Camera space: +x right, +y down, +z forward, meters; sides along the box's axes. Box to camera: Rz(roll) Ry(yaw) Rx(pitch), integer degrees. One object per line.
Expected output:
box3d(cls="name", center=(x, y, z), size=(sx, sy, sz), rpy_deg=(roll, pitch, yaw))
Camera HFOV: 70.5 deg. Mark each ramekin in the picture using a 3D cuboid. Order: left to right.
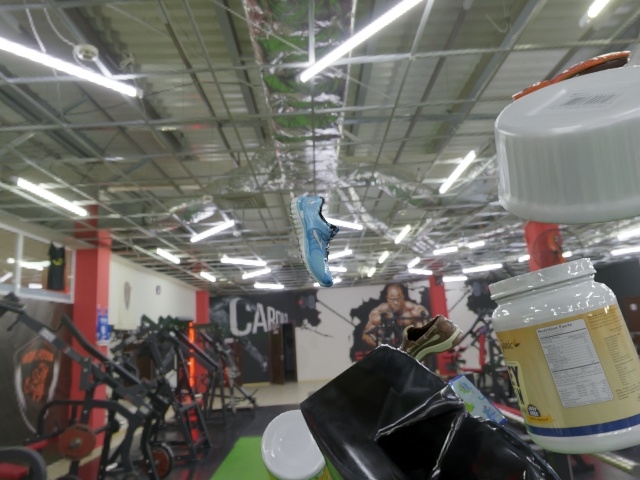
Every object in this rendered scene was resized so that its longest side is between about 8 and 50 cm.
box3d(cls="ramekin", center=(0.393, -0.148, 0.661), size=(0.276, 0.135, 0.277), rpy_deg=(-19, 23, 9))

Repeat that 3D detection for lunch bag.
box3d(cls="lunch bag", center=(0.282, 0.370, 0.930), size=(0.151, 0.129, 0.096), rpy_deg=(-42, -37, -4))

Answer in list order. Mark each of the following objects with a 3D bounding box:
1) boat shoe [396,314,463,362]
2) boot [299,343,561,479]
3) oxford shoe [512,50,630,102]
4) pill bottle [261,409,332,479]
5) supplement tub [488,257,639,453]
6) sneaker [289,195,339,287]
box3d(cls="boat shoe", center=(0.264, 0.272, 1.241), size=(0.257, 0.095, 0.095), rpy_deg=(-41, 4, 38))
box3d(cls="boot", center=(0.167, 0.333, 0.355), size=(0.366, 0.446, 0.146), rpy_deg=(19, 40, 40))
box3d(cls="oxford shoe", center=(0.643, -0.389, 1.154), size=(0.271, 0.099, 0.097), rpy_deg=(-22, 11, 26))
box3d(cls="pill bottle", center=(-0.041, 0.475, 0.951), size=(0.136, 0.137, 0.246), rpy_deg=(-4, -47, 1))
box3d(cls="supplement tub", center=(0.469, 0.211, 0.868), size=(0.228, 0.317, 0.228), rpy_deg=(-13, -13, -3))
box3d(cls="sneaker", center=(0.000, 0.000, 0.764), size=(0.073, 0.162, 0.063), rpy_deg=(-15, 3, 5))
